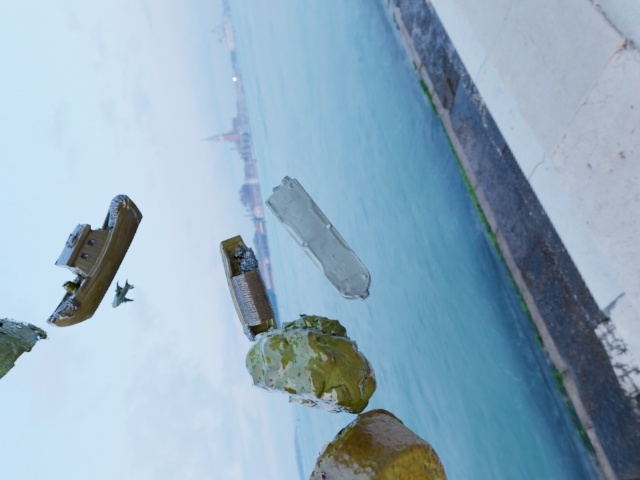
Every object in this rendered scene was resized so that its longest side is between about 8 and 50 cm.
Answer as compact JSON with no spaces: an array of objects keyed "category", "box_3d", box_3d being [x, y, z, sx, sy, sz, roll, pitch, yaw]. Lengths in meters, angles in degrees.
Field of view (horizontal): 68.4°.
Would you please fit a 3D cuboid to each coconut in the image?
[{"category":"coconut","box_3d":[-0.426,0.133,0.590,0.158,0.133,0.055,-128,54,-66]}]

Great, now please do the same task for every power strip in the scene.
[{"category":"power strip","box_3d":[0.000,0.000,0.896,0.286,0.080,0.048,50,179,18]}]

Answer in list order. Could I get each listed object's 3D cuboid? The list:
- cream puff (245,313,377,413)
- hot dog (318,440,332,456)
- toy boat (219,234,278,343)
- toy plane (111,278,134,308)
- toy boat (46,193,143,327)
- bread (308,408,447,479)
[{"category":"cream puff","box_3d":[-0.013,0.255,1.001,0.282,0.281,0.185,98,-175,-68]},{"category":"hot dog","box_3d":[0.094,0.625,1.232,0.249,0.076,0.102,28,151,29]},{"category":"toy boat","box_3d":[-0.182,0.138,1.227,0.115,0.089,0.311,-5,102,67]},{"category":"toy plane","box_3d":[-0.512,0.140,1.209,0.080,0.033,0.083,73,-147,-44]},{"category":"toy boat","box_3d":[-0.507,0.039,1.039,0.121,0.089,0.321,40,-121,-40]},{"category":"bread","box_3d":[0.125,0.562,0.989,0.204,0.336,0.359,6,116,55]}]
